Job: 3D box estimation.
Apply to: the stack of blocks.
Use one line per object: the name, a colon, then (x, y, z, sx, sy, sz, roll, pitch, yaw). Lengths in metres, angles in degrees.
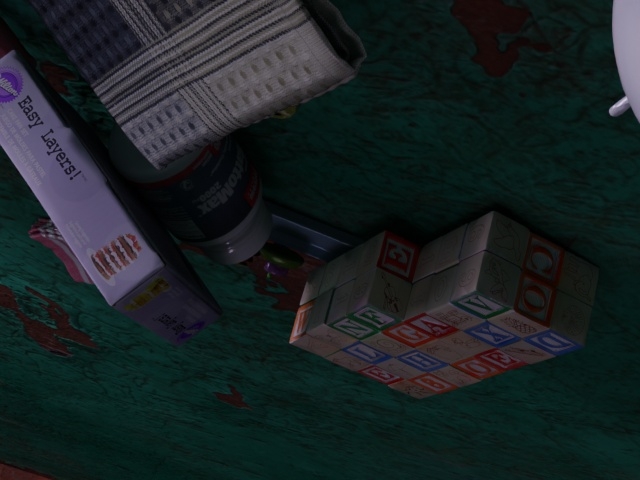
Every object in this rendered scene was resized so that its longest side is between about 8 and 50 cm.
stack of blocks: (0.115, 0.066, 1.345, 0.171, 0.087, 0.297, 26, 154, -20)

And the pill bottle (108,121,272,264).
pill bottle: (-0.118, -0.057, 1.306, 0.108, 0.108, 0.180, 8, 152, 30)

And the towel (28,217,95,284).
towel: (-0.263, 0.031, 1.713, 0.197, 0.029, 0.144, 10, 153, 27)

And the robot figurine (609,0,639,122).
robot figurine: (0.304, -0.119, 0.689, 0.353, 0.200, 0.300, 4, 111, 36)

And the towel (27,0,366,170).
towel: (-0.130, -0.211, 0.990, 0.312, 0.056, 0.324, 54, 149, -13)

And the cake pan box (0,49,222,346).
cake pan box: (-0.210, -0.036, 1.277, 0.267, 0.070, 0.246, 54, 177, 13)

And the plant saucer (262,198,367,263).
plant saucer: (0.000, 0.000, 1.429, 0.192, 0.018, 0.067, 23, 157, 3)

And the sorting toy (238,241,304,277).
sorting toy: (-0.062, 0.020, 1.464, 0.102, 0.042, 0.061, 30, -166, 37)

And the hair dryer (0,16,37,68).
hair dryer: (-0.402, -0.232, 1.278, 0.293, 0.080, 0.223, 28, 172, 2)

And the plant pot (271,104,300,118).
plant pot: (-0.030, -0.144, 1.082, 0.083, 0.079, 0.083, 20, 155, 10)
